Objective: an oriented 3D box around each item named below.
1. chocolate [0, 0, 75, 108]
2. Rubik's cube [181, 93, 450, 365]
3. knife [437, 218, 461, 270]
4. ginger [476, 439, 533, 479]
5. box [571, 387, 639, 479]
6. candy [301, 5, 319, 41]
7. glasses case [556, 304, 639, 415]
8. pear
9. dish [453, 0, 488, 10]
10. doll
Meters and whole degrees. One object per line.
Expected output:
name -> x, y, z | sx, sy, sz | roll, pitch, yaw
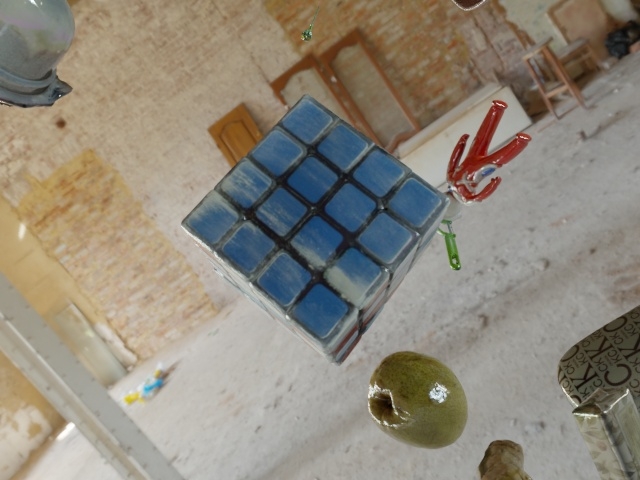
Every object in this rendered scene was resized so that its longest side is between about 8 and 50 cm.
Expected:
chocolate -> -0.427, -0.302, 0.805 | 0.147, 0.221, 0.221 | -24, 15, 20
Rubik's cube -> -0.001, 0.001, 0.816 | 0.256, 0.259, 0.253 | -50, -12, -12
knife -> 0.277, 0.004, 1.235 | 0.212, 0.054, 0.015 | -82, 6, -59
ginger -> 0.278, 0.359, 0.846 | 0.095, 0.069, 0.190 | -34, -3, 5
box -> 0.325, 0.217, 0.617 | 0.062, 0.098, 0.045 | -21, -3, -31
candy -> -0.021, -0.503, 1.304 | 0.025, 0.023, 0.083 | 32, 105, 42
glasses case -> 0.520, 0.146, 0.822 | 0.354, 0.085, 0.137 | -33, 29, 12
pear -> 0.214, 0.364, 1.281 | 0.229, 0.211, 0.189 | 59, 142, 43
dish -> 0.287, -0.536, 1.017 | 0.090, 0.214, 0.213 | -26, 5, -28
doll -> 0.408, -0.183, 1.522 | 0.098, 0.189, 0.384 | -1, -41, -26
